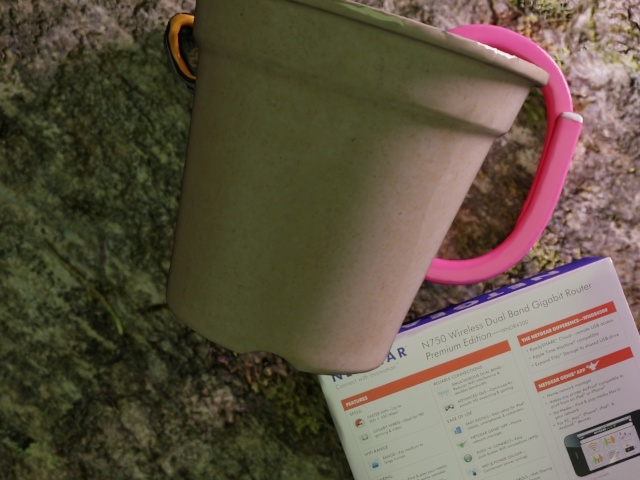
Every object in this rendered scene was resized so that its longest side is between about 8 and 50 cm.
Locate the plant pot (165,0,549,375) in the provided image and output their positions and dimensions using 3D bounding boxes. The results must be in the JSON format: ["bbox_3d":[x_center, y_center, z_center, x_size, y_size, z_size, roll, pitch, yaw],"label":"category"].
[{"bbox_3d":[0.001,-0.056,0.814,0.334,0.334,0.305,17,102,1],"label":"plant pot"}]

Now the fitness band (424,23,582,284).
[{"bbox_3d":[0.163,-0.093,0.958,0.209,0.054,0.291,20,88,1],"label":"fitness band"}]

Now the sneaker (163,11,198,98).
[{"bbox_3d":[-0.102,-0.158,0.947,0.084,0.083,0.215,-41,90,-2],"label":"sneaker"}]

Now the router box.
[{"bbox_3d":[0.198,0.212,0.939,0.335,0.082,0.301,-19,89,0],"label":"router box"}]
